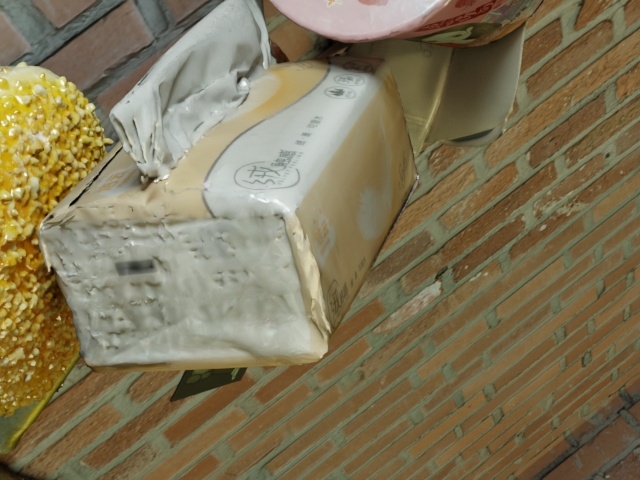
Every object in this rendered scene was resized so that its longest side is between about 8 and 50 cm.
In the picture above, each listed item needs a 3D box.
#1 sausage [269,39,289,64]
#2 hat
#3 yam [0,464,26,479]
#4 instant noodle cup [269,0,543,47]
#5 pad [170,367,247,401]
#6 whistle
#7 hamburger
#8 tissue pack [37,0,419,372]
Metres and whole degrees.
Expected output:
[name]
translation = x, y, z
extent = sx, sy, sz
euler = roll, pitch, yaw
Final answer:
[sausage]
translation = -0.188, -0.045, 1.296
extent = 0.419, 0.094, 0.094
euler = -47, 180, 13
[hat]
translation = 0.116, -0.192, 1.320
extent = 0.220, 0.164, 0.226
euler = -69, -171, -25
[yam]
translation = -0.382, 0.319, 1.616
extent = 0.081, 0.081, 0.357
euler = -40, 154, 0
[instant noodle cup]
translation = 0.086, -0.280, 1.149
extent = 0.243, 0.243, 0.231
euler = -50, 160, 18
[pad]
translation = -0.122, 0.142, 1.764
extent = 0.127, 0.004, 0.190
euler = -13, 143, -42
[whistle]
translation = -0.282, 0.110, 1.442
extent = 0.326, 0.057, 0.068
euler = -50, 177, 24
[hamburger]
translation = -0.271, 0.000, 1.064
extent = 0.302, 0.170, 0.302
euler = 19, 90, -75
[tissue pack]
translation = -0.068, -0.064, 1.057
extent = 0.239, 0.238, 0.305
euler = -58, 180, 32
